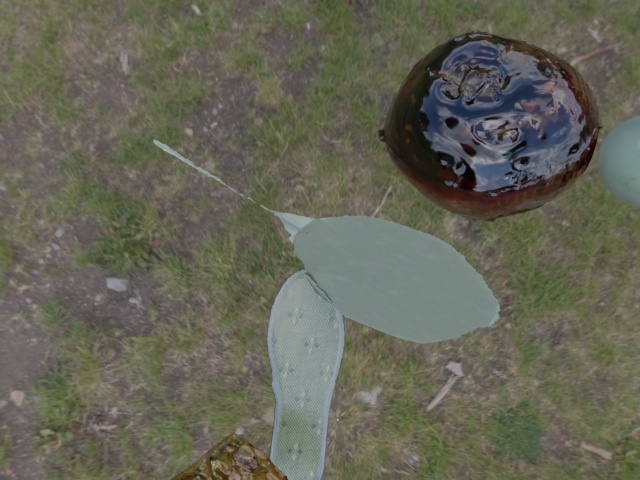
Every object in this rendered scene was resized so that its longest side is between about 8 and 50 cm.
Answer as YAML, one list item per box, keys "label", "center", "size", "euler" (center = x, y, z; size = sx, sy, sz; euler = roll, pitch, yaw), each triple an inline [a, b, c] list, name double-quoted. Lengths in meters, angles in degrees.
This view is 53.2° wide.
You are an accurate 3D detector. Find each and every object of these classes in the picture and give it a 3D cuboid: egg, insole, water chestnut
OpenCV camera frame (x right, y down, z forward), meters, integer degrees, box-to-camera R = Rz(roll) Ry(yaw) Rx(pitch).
- label: "egg"
  center: [0.640, -0.143, 1.198]
  size: [0.183, 0.264, 0.182]
  euler: [-5, 108, -16]
- label: "insole"
  center: [-0.024, 0.197, 0.876]
  size: [0.109, 0.007, 0.321]
  euler: [4, 96, -11]
- label: "water chestnut"
  center: [0.275, -0.173, 1.083]
  size: [0.351, 0.302, 0.350]
  euler: [-6, 50, 7]

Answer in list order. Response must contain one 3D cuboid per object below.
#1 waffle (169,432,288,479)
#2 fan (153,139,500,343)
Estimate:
- label: "waffle"
  center: [-0.046, 0.354, 0.646]
  size: [0.308, 0.213, 0.091]
  euler: [41, 106, 16]
- label: "fan"
  center: [0.000, -0.001, 0.526]
  size: [0.310, 0.182, 0.010]
  euler: [32, 57, -11]
